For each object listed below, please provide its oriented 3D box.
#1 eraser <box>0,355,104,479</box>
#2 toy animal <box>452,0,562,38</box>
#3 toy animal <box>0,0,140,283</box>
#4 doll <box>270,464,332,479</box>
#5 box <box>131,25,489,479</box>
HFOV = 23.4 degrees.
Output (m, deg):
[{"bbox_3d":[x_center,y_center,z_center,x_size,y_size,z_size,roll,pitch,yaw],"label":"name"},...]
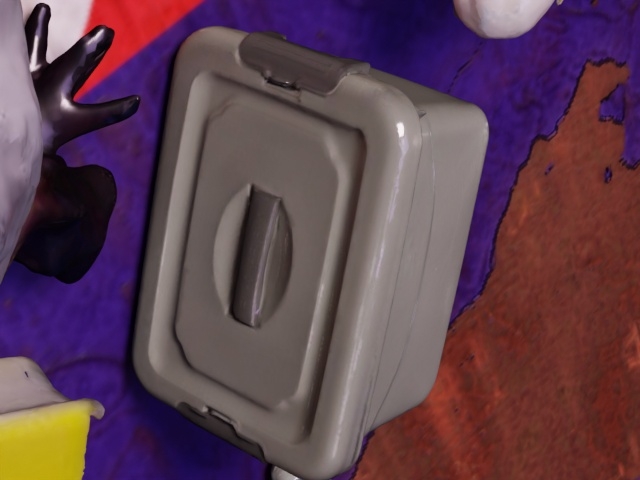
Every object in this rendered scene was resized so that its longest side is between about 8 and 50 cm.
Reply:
[{"bbox_3d":[-0.197,0.135,0.561,0.226,0.069,0.158,-6,116,-41],"label":"eraser"},{"bbox_3d":[0.113,-0.228,0.556,0.249,0.174,0.289,-20,154,-23],"label":"toy animal"},{"bbox_3d":[-0.120,-0.035,0.442,0.324,0.090,0.195,104,10,-70],"label":"toy animal"},{"bbox_3d":[-0.001,0.153,0.776,0.083,0.050,0.076,27,95,-49],"label":"doll"},{"bbox_3d":[0.000,0.000,0.651,0.093,0.124,0.172,-13,121,-51],"label":"box"}]
